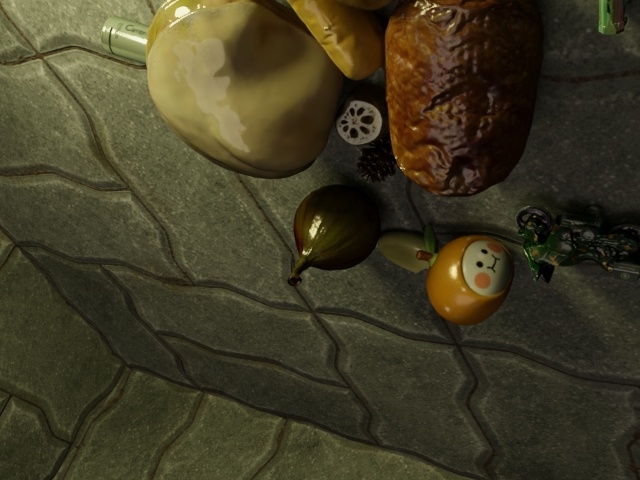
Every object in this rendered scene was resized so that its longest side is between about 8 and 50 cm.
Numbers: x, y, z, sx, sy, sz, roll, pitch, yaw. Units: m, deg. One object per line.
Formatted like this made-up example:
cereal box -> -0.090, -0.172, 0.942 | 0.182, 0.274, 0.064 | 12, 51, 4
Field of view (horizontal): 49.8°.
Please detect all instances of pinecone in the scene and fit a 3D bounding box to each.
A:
pinecone -> 0.128, -0.175, 1.471 | 0.102, 0.109, 0.102 | 21, 150, 13

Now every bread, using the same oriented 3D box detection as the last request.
bread -> 0.009, -0.422, 1.192 | 0.091, 0.142, 0.305 | -27, 119, 33

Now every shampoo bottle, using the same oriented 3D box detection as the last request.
shampoo bottle -> -0.355, -0.424, 1.527 | 0.263, 0.085, 0.085 | 20, 147, 15

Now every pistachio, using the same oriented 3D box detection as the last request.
pistachio -> -0.138, -0.297, 1.351 | 0.365, 0.281, 0.445 | -21, 136, 15

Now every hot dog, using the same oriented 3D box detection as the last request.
hot dog -> 0.234, -0.265, 1.170 | 0.267, 0.174, 0.387 | 5, 126, 13

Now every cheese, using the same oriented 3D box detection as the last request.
cheese -> 0.173, 0.012, 1.761 | 0.256, 0.050, 0.127 | 17, 148, 22

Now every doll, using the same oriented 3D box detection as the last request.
doll -> 0.313, 0.077, 1.585 | 0.236, 0.213, 0.213 | 29, 148, 6

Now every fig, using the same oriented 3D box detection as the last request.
fig -> 0.000, 0.000, 1.623 | 0.217, 0.321, 0.216 | 18, 128, 25

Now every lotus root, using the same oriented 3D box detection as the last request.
lotus root -> 0.093, -0.250, 1.395 | 0.112, 0.081, 0.122 | 39, 126, -2

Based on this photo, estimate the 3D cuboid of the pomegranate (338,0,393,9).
pomegranate -> 0.072, -0.455, 1.074 | 0.196, 0.196, 0.196 | 21, 147, 14

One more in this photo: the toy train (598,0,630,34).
toy train -> 0.424, -0.374, 0.991 | 0.038, 0.071, 0.148 | 9, 143, 30

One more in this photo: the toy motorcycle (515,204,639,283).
toy motorcycle -> 0.536, 0.020, 1.417 | 0.275, 0.124, 0.187 | 13, 135, 25
